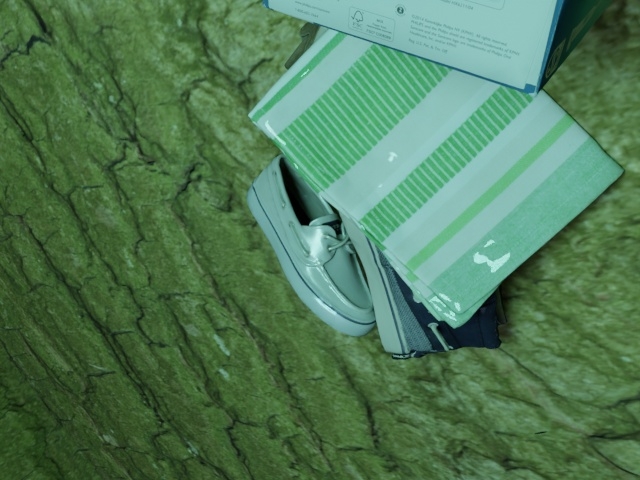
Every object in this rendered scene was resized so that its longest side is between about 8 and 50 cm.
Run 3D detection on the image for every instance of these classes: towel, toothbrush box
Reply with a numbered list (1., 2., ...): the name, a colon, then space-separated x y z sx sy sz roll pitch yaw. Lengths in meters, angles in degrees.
1. towel: 0.113 -0.100 0.749 0.325 0.038 0.248 45 100 1
2. toothbrush box: 0.125 -0.252 0.536 0.216 0.295 0.126 25 135 22

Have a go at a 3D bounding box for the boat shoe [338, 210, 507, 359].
1. boat shoe: 0.129 -0.009 0.855 0.158 0.127 0.341 -6 120 25

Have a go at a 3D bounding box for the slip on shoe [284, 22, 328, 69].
1. slip on shoe: -0.005 -0.239 0.824 0.041 0.051 0.135 38 144 5

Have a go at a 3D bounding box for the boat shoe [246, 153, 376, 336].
1. boat shoe: 0.000 0.000 0.935 0.088 0.096 0.268 -52 59 37
